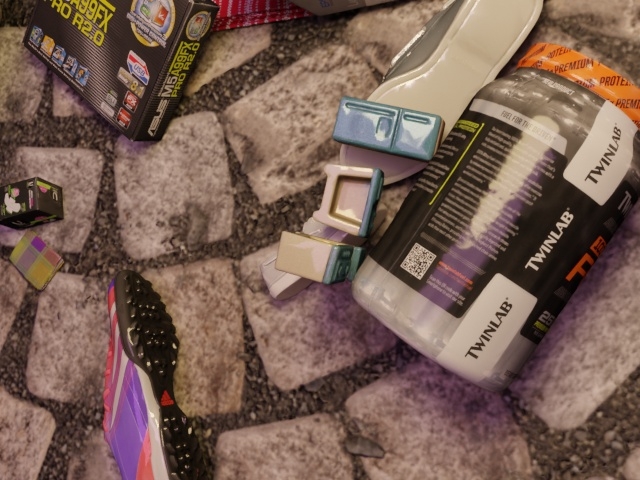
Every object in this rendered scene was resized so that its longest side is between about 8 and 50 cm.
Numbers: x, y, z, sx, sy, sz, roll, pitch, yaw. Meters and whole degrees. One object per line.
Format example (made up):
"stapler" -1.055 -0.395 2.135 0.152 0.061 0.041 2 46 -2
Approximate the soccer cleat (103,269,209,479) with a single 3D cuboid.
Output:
"soccer cleat" -0.241 0.196 1.102 0.116 0.108 0.318 -22 76 20

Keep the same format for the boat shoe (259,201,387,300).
"boat shoe" 0.000 0.000 1.073 0.184 0.066 0.063 -41 70 19

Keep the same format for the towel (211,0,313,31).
"towel" -0.111 -0.396 1.201 0.275 0.031 0.199 -4 78 20

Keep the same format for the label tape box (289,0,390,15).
"label tape box" 0.026 -0.426 1.087 0.334 0.106 0.240 -9 77 11

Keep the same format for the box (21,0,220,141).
"box" -0.288 -0.300 1.196 0.270 0.060 0.216 41 117 22

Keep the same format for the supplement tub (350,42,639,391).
"supplement tub" 0.202 -0.026 0.920 0.207 0.207 0.338 35 94 22

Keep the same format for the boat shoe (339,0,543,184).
"boat shoe" 0.142 -0.199 1.049 0.116 0.099 0.319 36 108 -13

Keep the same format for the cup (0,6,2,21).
"cup" -0.618 -0.330 1.253 0.331 0.331 0.237 38 68 22

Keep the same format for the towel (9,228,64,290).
"towel" -0.416 0.029 1.247 0.083 0.009 0.060 37 95 23

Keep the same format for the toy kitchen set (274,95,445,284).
"toy kitchen set" 0.048 -0.054 0.932 0.122 0.166 0.207 13 92 13

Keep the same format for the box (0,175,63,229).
"box" -0.425 -0.053 1.236 0.083 0.062 0.052 -12 75 19
